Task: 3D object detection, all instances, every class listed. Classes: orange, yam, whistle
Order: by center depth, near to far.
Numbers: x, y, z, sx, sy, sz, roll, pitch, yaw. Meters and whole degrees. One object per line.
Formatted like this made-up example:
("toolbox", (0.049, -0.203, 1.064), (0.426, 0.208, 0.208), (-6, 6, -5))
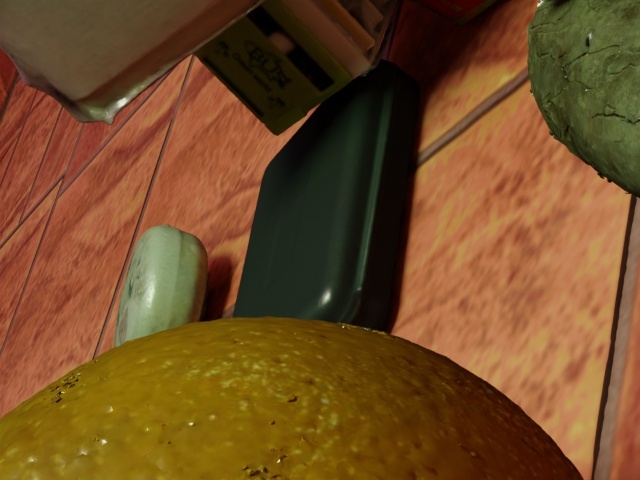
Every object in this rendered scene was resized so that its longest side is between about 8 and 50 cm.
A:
("orange", (-0.019, 0.156, 0.637), (0.274, 0.274, 0.274), (-53, 21, 30))
("yam", (0.156, -0.063, 0.737), (0.107, 0.107, 0.183), (-61, 20, 8))
("whistle", (-0.126, 0.089, 1.363), (0.126, 0.067, 0.258), (116, 163, -47))

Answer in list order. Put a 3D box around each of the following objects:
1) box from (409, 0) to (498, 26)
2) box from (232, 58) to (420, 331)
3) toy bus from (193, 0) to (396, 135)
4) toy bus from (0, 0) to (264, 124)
("box", (0.153, -0.278, 1.048), (0.313, 0.089, 0.197), (-29, 41, 59))
("box", (0.000, 0.000, 1.152), (0.160, 0.050, 0.230), (-46, 25, 43))
("toy bus", (0.012, -0.209, 1.230), (0.139, 0.113, 0.301), (-32, 24, 35))
("toy bus", (-0.049, -0.237, 1.052), (0.386, 0.171, 0.162), (-36, 39, 22))
